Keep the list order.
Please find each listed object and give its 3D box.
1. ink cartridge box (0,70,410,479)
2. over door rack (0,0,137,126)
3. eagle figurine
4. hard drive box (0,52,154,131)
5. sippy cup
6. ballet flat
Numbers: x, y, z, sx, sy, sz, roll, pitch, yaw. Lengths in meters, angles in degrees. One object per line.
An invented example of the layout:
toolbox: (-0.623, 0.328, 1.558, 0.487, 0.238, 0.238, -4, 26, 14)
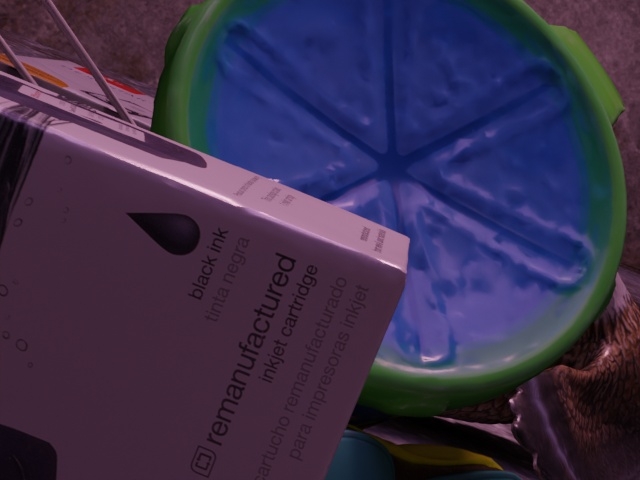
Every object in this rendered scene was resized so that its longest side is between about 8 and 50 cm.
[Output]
ink cartridge box: (-0.108, 0.037, 0.655, 0.237, 0.172, 0.100, 22, 7, 1)
over door rack: (-0.228, -0.134, 1.321, 0.239, 0.108, 0.324, 32, -31, 49)
eagle figurine: (0.163, 0.092, 1.192, 0.298, 0.225, 0.226, -21, -11, -35)
hard drive box: (-0.203, -0.092, 1.643, 0.181, 0.089, 0.232, 24, 7, 8)
sippy cup: (0.000, 0.000, 0.929, 0.306, 0.240, 0.224, 10, -25, -19)
ballet flat: (0.013, 0.124, 0.842, 0.077, 0.077, 0.231, 1, -8, 34)
